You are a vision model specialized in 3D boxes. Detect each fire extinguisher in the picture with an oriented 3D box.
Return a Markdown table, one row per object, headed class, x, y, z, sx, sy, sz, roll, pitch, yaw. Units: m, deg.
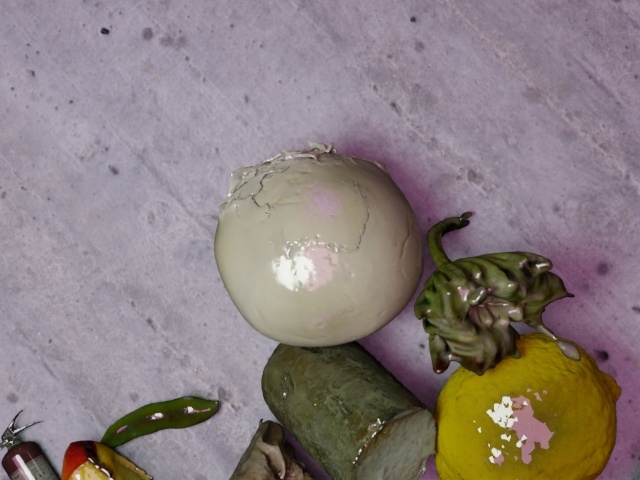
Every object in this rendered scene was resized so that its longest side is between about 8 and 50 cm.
| class | x | y | z | sx | sy | sz | roll | pitch | yaw |
| --- | --- | --- | --- | --- | --- | --- | --- | --- | --- |
| fire extinguisher | -0.515 | 0.425 | 1.481 | 0.099 | 0.071 | 0.231 | -31 | 82 | -22 |

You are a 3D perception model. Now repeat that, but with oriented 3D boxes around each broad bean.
| class | x | y | z | sx | sy | sz | roll | pitch | yaw |
| --- | --- | --- | --- | --- | --- | --- | --- | --- | --- |
| broad bean | -0.299 | 0.326 | 1.460 | 0.255 | 0.046 | 0.065 | -20 | 92 | 8 |

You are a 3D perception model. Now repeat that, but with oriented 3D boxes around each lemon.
| class | x | y | z | sx | sy | sz | roll | pitch | yaw |
| --- | --- | --- | --- | --- | --- | --- | --- | --- | --- |
| lemon | 0.312 | 0.285 | 1.264 | 0.322 | 0.268 | 0.268 | -29 | 84 | -1 |

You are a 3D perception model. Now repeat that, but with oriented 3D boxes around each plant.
| class | x | y | z | sx | sy | sz | roll | pitch | yaw |
| --- | --- | --- | --- | --- | --- | --- | --- | --- | --- |
| plant | 0.211 | 0.080 | 1.246 | 0.251 | 0.333 | 0.180 | -4 | 106 | -21 |

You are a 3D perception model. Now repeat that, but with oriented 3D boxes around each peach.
| class | x | y | z | sx | sy | sz | roll | pitch | yaw |
| --- | --- | --- | --- | --- | --- | --- | --- | --- | --- |
| peach | -0.359 | 0.474 | 1.405 | 0.267 | 0.159 | 0.154 | 37 | 83 | 6 |

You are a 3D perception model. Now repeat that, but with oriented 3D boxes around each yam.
| class | x | y | z | sx | sy | sz | roll | pitch | yaw |
| --- | --- | --- | --- | --- | --- | --- | --- | --- | --- |
| yam | 0.043 | 0.273 | 1.287 | 0.195 | 0.195 | 0.300 | -56 | 39 | 3 |

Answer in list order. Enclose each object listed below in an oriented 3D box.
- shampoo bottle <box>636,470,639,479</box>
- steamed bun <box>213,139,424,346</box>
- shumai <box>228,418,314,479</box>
| class | x | y | z | sx | sy | sz | roll | pitch | yaw |
| --- | --- | --- | --- | --- | --- | --- | --- | --- | --- |
| shampoo bottle | 0.673 | 0.346 | 1.271 | 0.222 | 0.151 | 0.349 | 41 | 94 | 13 |
| steamed bun | 0.000 | 0.000 | 1.279 | 0.334 | 0.233 | 0.312 | -25 | 54 | -8 |
| shumai | -0.059 | 0.490 | 1.314 | 0.262 | 0.267 | 0.314 | 30 | 81 | 2 |
